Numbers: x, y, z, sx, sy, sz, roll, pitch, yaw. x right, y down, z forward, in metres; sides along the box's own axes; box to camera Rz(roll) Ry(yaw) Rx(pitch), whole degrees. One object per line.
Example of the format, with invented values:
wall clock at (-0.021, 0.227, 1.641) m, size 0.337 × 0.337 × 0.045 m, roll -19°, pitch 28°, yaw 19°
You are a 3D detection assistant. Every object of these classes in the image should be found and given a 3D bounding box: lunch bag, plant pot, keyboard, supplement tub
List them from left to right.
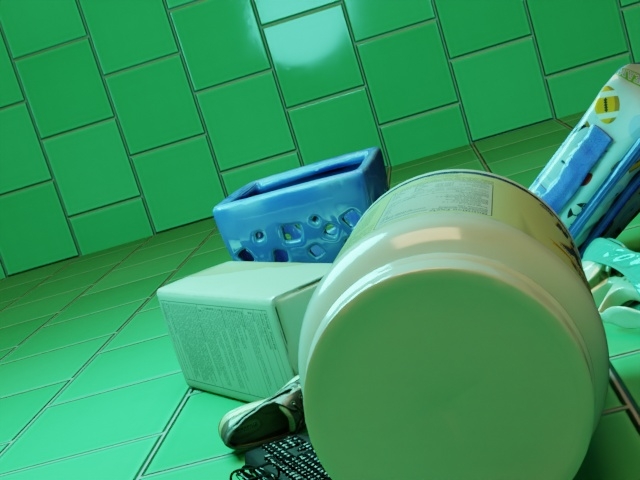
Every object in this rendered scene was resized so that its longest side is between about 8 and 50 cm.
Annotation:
keyboard at (-0.023, 0.207, 0.926) m, size 0.100 × 0.038 × 0.192 m, roll -21°, pitch 10°, yaw -21°
plant pot at (0.000, 0.000, 1.514) m, size 0.235 × 0.212 × 0.236 m, roll -15°, pitch 10°, yaw 14°
supplement tub at (0.111, 0.077, 0.834) m, size 0.235 × 0.236 × 0.325 m, roll -15°, pitch 10°, yaw 13°
lunch bag at (0.347, -0.076, 1.239) m, size 0.243 × 0.115 × 0.303 m, roll -21°, pitch -33°, yaw -52°

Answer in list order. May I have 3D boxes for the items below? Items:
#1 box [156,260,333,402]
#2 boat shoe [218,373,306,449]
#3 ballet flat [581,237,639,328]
box at (-0.069, 0.110, 1.229) m, size 0.121 × 0.148 × 0.311 m, roll -22°, pitch 13°, yaw -31°
boat shoe at (-0.033, 0.182, 1.052) m, size 0.152 × 0.056 × 0.049 m, roll -28°, pitch 16°, yaw -5°
ballet flat at (0.326, 0.050, 1.092) m, size 0.087 × 0.083 × 0.247 m, roll -32°, pitch 10°, yaw -5°
